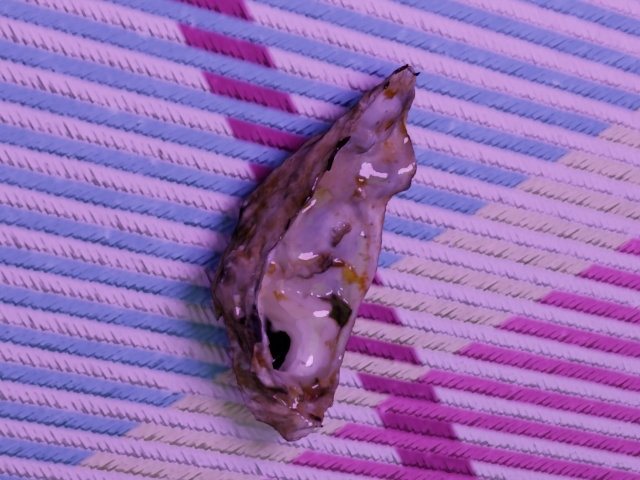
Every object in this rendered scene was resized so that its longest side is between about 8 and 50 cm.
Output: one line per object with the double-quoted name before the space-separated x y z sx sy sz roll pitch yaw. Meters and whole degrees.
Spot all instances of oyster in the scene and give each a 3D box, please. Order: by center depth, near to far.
"oyster" 0.000 0.001 1.370 0.166 0.094 0.294 34 82 -47
